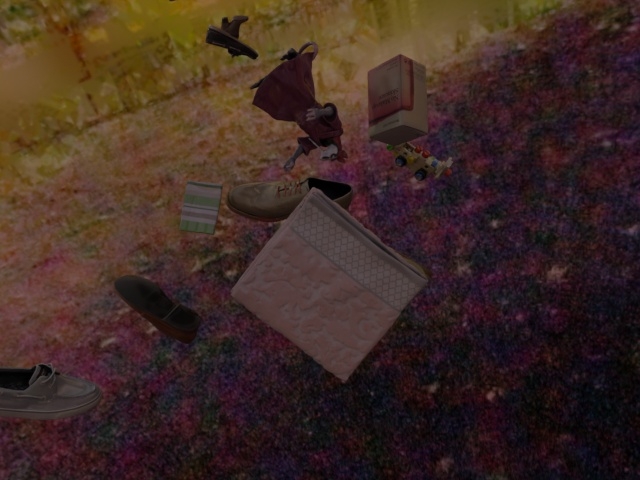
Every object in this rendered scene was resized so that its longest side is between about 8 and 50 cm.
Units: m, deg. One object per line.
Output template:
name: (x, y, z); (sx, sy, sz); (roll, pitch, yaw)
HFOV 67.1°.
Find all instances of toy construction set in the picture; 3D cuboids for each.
toy construction set: (0.402, -0.362, 1.957); (0.151, 0.215, 0.328); (-30, 72, -36)

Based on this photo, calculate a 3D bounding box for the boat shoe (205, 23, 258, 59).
boat shoe: (-0.305, -0.663, 1.655); (0.075, 0.206, 0.065); (35, 103, 42)

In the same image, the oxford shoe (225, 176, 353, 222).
oxford shoe: (-0.092, -0.148, 1.494); (0.396, 0.146, 0.141); (-2, 63, -14)

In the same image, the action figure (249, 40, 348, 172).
action figure: (-0.036, -0.392, 1.527); (0.248, 0.370, 0.276); (-32, 14, 46)

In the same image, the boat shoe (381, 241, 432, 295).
boat shoe: (0.201, 0.064, 1.470); (0.285, 0.104, 0.089); (31, 93, 37)

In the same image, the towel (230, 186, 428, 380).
towel: (0.016, 0.103, 1.058); (0.317, 0.331, 0.053); (-52, 1, 15)

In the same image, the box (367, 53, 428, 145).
box: (0.243, -0.440, 1.533); (0.126, 0.233, 0.148); (8, -12, -39)

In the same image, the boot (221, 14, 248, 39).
boot: (-0.334, -0.834, 1.897); (0.118, 0.087, 0.042); (2, 49, 6)

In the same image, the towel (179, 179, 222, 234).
towel: (-0.350, -0.097, 1.406); (0.113, 0.023, 0.152); (7, 83, 11)

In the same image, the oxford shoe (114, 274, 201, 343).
oxford shoe: (-0.347, 0.148, 1.004); (0.212, 0.076, 0.076); (32, 39, 14)

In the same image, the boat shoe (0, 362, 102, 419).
boat shoe: (-0.503, 0.259, 0.848); (0.227, 0.081, 0.079); (9, 23, -29)
